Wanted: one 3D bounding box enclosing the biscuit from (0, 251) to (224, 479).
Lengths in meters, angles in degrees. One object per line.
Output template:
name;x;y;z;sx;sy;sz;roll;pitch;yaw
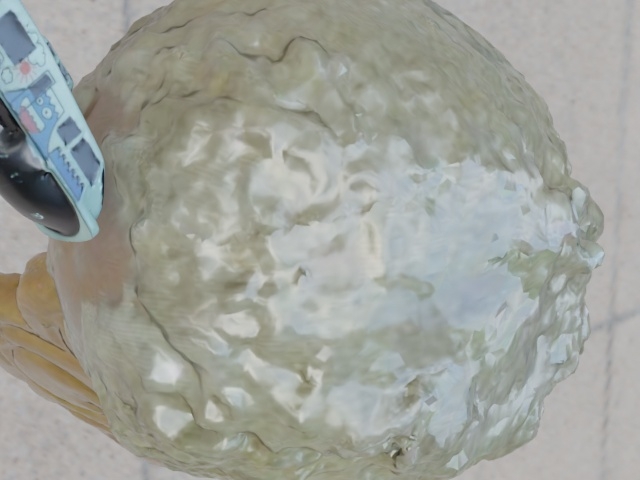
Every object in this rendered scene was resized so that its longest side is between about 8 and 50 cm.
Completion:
biscuit;-0.126;0.105;1.006;0.376;0.269;0.051;96;18;-69

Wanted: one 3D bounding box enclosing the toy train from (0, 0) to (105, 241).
toy train;-0.138;-0.086;0.545;0.047;0.043;0.207;-47;123;-32

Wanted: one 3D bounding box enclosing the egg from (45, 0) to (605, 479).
egg;0.000;0.000;0.712;0.310;0.279;0.279;34;76;-60
